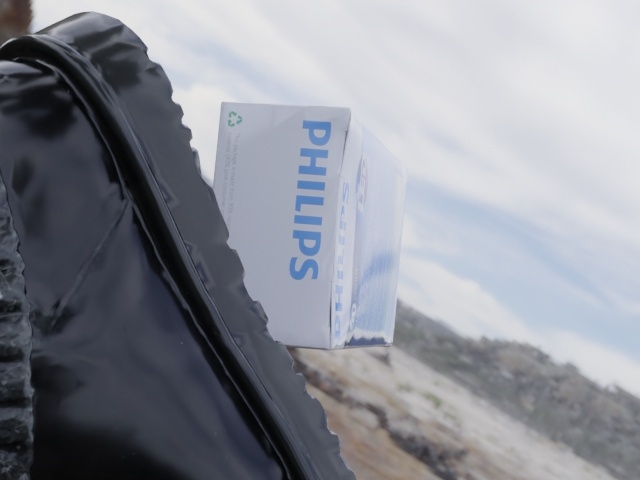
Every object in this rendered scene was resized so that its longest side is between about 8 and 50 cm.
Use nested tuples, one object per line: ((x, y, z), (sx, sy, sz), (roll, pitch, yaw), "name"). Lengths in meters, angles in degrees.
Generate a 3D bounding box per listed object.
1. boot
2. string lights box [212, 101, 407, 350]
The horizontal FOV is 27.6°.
((-0.140, 0.099, 0.525), (0.131, 0.260, 0.348), (-10, -72, 51), "boot")
((0.000, 0.000, 0.817), (0.077, 0.133, 0.260), (5, -4, 11), "string lights box")
